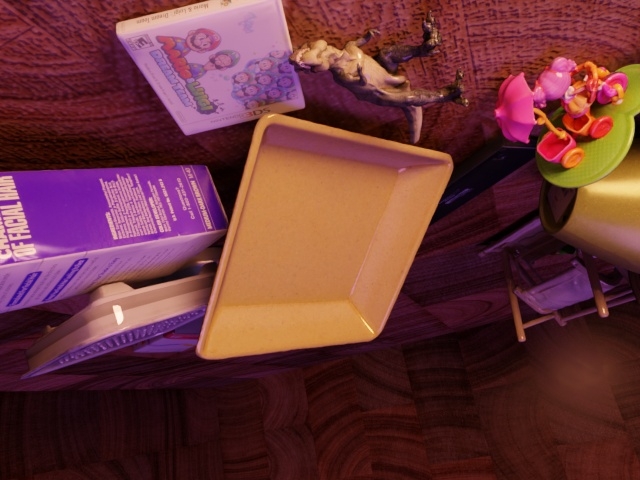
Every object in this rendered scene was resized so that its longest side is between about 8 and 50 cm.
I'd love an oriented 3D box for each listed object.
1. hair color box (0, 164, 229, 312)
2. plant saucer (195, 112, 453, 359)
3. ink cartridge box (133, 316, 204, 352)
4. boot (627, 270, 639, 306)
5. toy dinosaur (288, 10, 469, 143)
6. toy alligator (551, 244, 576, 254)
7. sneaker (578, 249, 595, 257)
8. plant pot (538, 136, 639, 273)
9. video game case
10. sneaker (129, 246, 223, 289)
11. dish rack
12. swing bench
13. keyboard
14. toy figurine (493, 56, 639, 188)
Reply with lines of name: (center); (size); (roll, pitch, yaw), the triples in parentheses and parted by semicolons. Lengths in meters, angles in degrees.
hair color box: (-0.304, 0.000, 0.566); (0.185, 0.110, 0.338); (-30, 170, 41)
plant saucer: (0.000, 0.000, 0.678); (0.332, 0.081, 0.333); (3, 116, -36)
ink cartridge box: (-0.334, 0.177, 1.091); (0.176, 0.128, 0.127); (-28, 153, 37)
boot: (0.759, -0.002, 0.906); (0.138, 0.378, 0.284); (30, 143, -8)
toy dinosaur: (0.084, -0.168, 0.503); (0.118, 0.064, 0.268); (-9, 166, 38)
toy alligator: (0.596, 0.012, 1.241); (0.056, 0.052, 0.189); (-3, 179, -15)
sneaker: (0.718, -0.028, 1.157); (0.236, 0.095, 0.105); (-9, 153, -19)
plant pot: (0.535, -0.062, 0.782); (0.293, 0.275, 0.275); (7, 159, 1)
video game case: (-0.096, -0.167, 0.470); (0.143, 0.019, 0.157); (-12, 159, 2)
sneaker: (-0.187, 0.100, 0.936); (0.365, 0.150, 0.135); (-7, 158, -10)
dish rack: (-0.295, 0.121, 0.756); (0.332, 0.073, 0.285); (-27, 171, 38)
swing bench: (0.546, 0.070, 1.103); (0.165, 0.255, 0.253); (-12, 162, -25)
keyboard: (0.204, -0.087, 0.817); (0.201, 0.033, 0.317); (-5, 159, -32)
toy figurine: (0.292, -0.163, 0.576); (0.159, 0.130, 0.173); (14, 127, -31)
